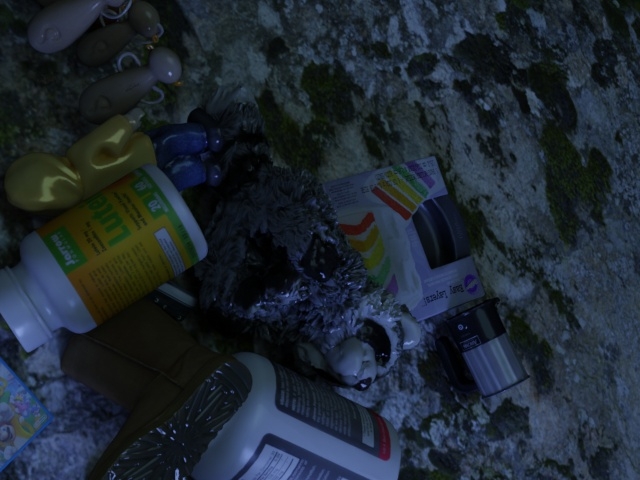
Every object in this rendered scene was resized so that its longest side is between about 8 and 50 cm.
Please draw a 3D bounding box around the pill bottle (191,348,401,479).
[{"bbox_3d":[-0.067,0.250,1.470,0.318,0.176,0.176,30,58,-27],"label":"pill bottle"}]

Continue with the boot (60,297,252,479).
[{"bbox_3d":[-0.227,0.184,1.329,0.236,0.269,0.089,-42,126,-22],"label":"boot"}]

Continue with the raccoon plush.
[{"bbox_3d":[0.000,0.000,1.613,0.299,0.216,0.446,33,47,-46],"label":"raccoon plush"}]

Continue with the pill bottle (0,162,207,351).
[{"bbox_3d":[-0.271,0.025,1.376,0.245,0.136,0.136,-33,96,-14],"label":"pill bottle"}]

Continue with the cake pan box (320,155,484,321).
[{"bbox_3d":[0.118,0.009,1.775,0.267,0.070,0.246,-14,85,-41],"label":"cake pan box"}]

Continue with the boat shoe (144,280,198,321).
[{"bbox_3d":[-0.226,0.062,1.500,0.142,0.049,0.040,30,93,-23],"label":"boat shoe"}]

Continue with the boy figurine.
[{"bbox_3d":[-0.264,-0.081,1.471,0.285,0.177,0.092,-18,42,-27],"label":"boy figurine"}]

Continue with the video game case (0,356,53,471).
[{"bbox_3d":[-0.405,0.185,1.335,0.166,0.015,0.119,51,51,-11],"label":"video game case"}]

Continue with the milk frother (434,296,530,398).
[{"bbox_3d":[0.267,0.163,1.795,0.143,0.129,0.135,-22,84,-34],"label":"milk frother"}]

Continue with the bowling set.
[{"bbox_3d":[-0.286,-0.314,1.479,0.287,0.154,0.200,54,26,-21],"label":"bowling set"}]
